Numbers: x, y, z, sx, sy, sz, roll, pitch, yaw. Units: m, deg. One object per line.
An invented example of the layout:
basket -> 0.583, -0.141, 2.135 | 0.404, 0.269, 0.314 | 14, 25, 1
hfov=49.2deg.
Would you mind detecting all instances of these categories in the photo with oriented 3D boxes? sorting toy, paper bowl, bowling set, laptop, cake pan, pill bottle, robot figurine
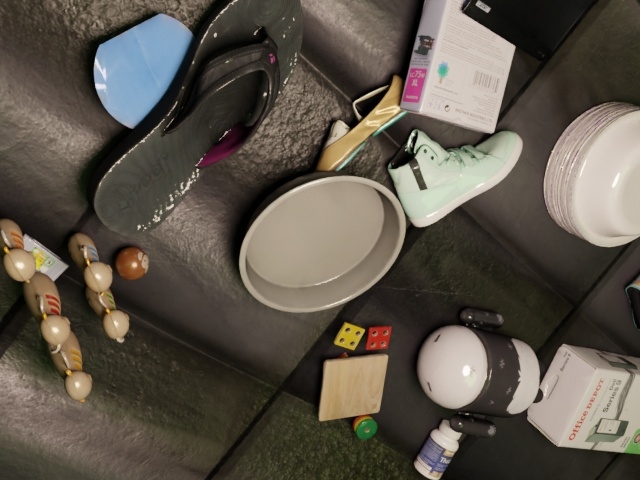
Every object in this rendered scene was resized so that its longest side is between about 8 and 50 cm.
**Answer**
sorting toy -> 0.058, 0.271, 1.374 | 0.132, 0.046, 0.274 | -3, 113, -23
paper bowl -> 0.600, -0.122, 1.386 | 0.284, 0.148, 0.284 | -9, 114, -21
bowling set -> -0.340, 0.073, 1.035 | 0.200, 0.154, 0.287 | -27, 131, -18
laptop -> 0.345, -0.470, 1.139 | 0.234, 0.137, 0.264 | 13, 69, -41
cake pan -> 0.000, 0.000, 1.185 | 0.293, 0.054, 0.293 | -12, 133, -14
pill bottle -> 0.260, 0.457, 1.532 | 0.067, 0.067, 0.120 | 21, 102, -30
robot figurine -> 0.326, 0.267, 1.422 | 0.278, 0.209, 0.173 | 15, 127, -29

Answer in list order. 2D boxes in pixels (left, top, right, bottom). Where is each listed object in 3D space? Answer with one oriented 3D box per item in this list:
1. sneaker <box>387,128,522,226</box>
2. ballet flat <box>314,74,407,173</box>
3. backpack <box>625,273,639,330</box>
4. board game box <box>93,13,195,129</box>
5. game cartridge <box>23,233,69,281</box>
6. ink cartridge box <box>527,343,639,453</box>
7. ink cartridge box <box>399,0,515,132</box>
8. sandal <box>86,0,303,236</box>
sneaker -> 0.239, -0.153, 1.243 | 0.256, 0.094, 0.151 | -36, 118, -7
ballet flat -> 0.062, -0.189, 1.173 | 0.232, 0.080, 0.073 | -40, 94, -6
backpack -> 0.783, 0.142, 1.569 | 0.144, 0.166, 0.188 | -45, 125, -2
board game box -> -0.251, -0.247, 1.017 | 0.169, 0.033, 0.133 | -36, 127, -20
game cartridge -> -0.436, 0.034, 1.070 | 0.056, 0.017, 0.083 | -44, 122, 4
ink cartridge box -> 0.660, 0.376, 1.642 | 0.289, 0.121, 0.211 | 12, 106, -27
ink cartridge box -> 0.245, -0.346, 1.145 | 0.186, 0.065, 0.311 | 7, 102, -38
sandal -> -0.154, -0.179, 1.029 | 0.445, 0.107, 0.167 | -53, 137, -1
